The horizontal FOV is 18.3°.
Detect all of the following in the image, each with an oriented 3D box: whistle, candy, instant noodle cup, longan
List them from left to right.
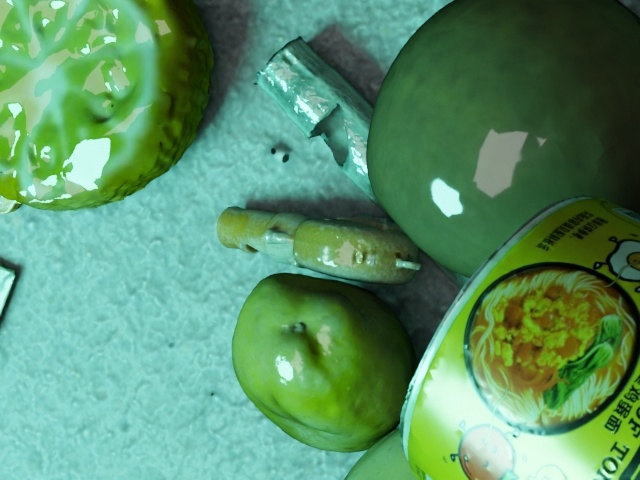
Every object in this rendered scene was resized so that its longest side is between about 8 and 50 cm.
[{"bbox_3d":[-0.224,-0.151,1.739,0.260,0.118,0.260,-1,86,11],"label":"candy"},{"bbox_3d":[0.000,0.000,1.692,0.220,0.107,0.057,10,93,42],"label":"whistle"},{"bbox_3d":[0.070,-0.048,1.705,0.312,0.062,0.062,45,104,7],"label":"whistle"},{"bbox_3d":[0.161,-0.085,1.576,0.258,0.258,0.258,1,95,15],"label":"longan"},{"bbox_3d":[0.229,0.135,1.396,0.254,0.325,0.325,35,103,28],"label":"instant noodle cup"}]

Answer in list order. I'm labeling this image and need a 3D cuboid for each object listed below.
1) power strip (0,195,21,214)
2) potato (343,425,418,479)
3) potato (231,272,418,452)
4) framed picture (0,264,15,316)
[{"bbox_3d":[-0.344,-0.078,1.828,0.178,0.028,0.049,25,101,11],"label":"power strip"},{"bbox_3d":[0.143,0.249,1.628,0.326,0.221,0.243,-30,83,13],"label":"potato"},{"bbox_3d":[0.004,0.105,1.672,0.155,0.200,0.137,-6,68,5],"label":"potato"},{"bbox_3d":[-0.449,0.073,1.875,0.293,0.018,0.231,25,101,11],"label":"framed picture"}]
